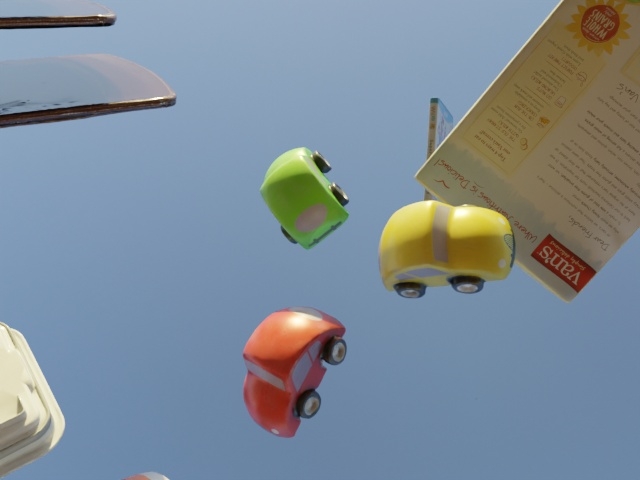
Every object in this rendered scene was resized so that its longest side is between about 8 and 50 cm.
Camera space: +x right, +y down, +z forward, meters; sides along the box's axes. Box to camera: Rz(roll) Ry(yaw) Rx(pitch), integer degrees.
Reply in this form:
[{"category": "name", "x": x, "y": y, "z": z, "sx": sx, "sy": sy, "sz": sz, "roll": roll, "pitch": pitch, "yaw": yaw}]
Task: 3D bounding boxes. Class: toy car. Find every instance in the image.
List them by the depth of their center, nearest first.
[{"category": "toy car", "x": 0.000, "y": 0.000, "z": 0.504, "sx": 0.239, "sy": 0.053, "sz": 0.225, "roll": -38, "pitch": -130, "yaw": 12}]

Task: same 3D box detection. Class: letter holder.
[{"category": "letter holder", "x": -0.267, "y": -0.211, "z": 0.590, "sx": 0.214, "sy": 0.152, "sz": 0.302, "roll": -11, "pitch": -154, "yaw": -26}]

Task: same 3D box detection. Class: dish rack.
[{"category": "dish rack", "x": -0.594, "y": 0.265, "z": 0.980, "sx": 0.333, "sy": 0.072, "sz": 0.285, "roll": -24, "pitch": -129, "yaw": -28}]

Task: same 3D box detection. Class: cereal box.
[{"category": "cereal box", "x": 0.221, "y": -0.091, "z": 0.549, "sx": 0.173, "sy": 0.047, "sz": 0.240, "roll": 41, "pitch": -82, "yaw": 1}]

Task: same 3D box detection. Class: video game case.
[{"category": "video game case", "x": 0.181, "y": -0.121, "z": 0.988, "sx": 0.015, "sy": 0.119, "sz": 0.166, "roll": 3, "pitch": -93, "yaw": 23}]

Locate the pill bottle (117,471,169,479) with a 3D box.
[{"category": "pill bottle", "x": -0.192, "y": 0.234, "z": 0.400, "sx": 0.121, "sy": 0.221, "sz": 0.121, "roll": 9, "pitch": -78, "yaw": 51}]
